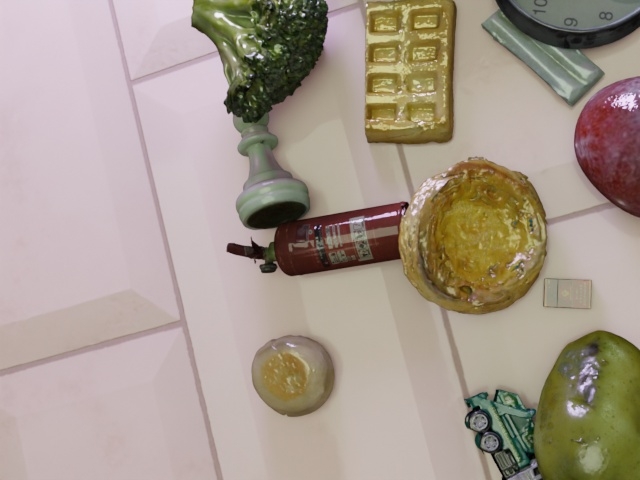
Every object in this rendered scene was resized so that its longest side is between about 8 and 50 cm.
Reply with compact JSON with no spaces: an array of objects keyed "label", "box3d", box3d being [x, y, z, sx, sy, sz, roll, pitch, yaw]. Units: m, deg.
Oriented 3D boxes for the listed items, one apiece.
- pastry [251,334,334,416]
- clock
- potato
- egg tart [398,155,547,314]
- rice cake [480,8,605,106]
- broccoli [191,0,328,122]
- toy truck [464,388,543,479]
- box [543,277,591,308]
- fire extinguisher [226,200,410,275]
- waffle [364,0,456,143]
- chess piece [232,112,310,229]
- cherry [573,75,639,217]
[{"label":"pastry","box3d":[-0.052,0.250,1.725,0.156,0.092,0.156,1,92,19]},{"label":"clock","box3d":[0.455,-0.497,1.637,0.318,0.066,0.319,-2,80,9]},{"label":"potato","box3d":[0.451,0.294,1.511,0.215,0.216,0.304,1,54,15]},{"label":"egg tart","box3d":[0.263,-0.008,1.638,0.290,0.107,0.291,2,82,-13]},{"label":"rice cake","box3d":[0.396,-0.342,1.674,0.226,0.040,0.085,45,97,14]},{"label":"broccoli","box3d":[-0.117,-0.376,1.722,0.245,0.248,0.288,26,49,21]},{"label":"toy truck","box3d":[0.336,0.353,1.608,0.116,0.110,0.216,-28,79,0]},{"label":"box","box3d":[0.435,0.093,1.641,0.082,0.023,0.052,2,85,15]},{"label":"fire extinguisher","box3d":[0.000,0.000,1.698,0.337,0.147,0.106,-10,70,13]},{"label":"waffle","box3d":[0.164,-0.317,1.724,0.168,0.057,0.274,1,86,14]},{"label":"chess piece","box3d":[-0.114,-0.167,1.763,0.139,0.139,0.272,-19,71,13]},{"label":"cherry","box3d":[0.556,-0.156,1.532,0.285,0.213,0.236,32,86,24]}]
